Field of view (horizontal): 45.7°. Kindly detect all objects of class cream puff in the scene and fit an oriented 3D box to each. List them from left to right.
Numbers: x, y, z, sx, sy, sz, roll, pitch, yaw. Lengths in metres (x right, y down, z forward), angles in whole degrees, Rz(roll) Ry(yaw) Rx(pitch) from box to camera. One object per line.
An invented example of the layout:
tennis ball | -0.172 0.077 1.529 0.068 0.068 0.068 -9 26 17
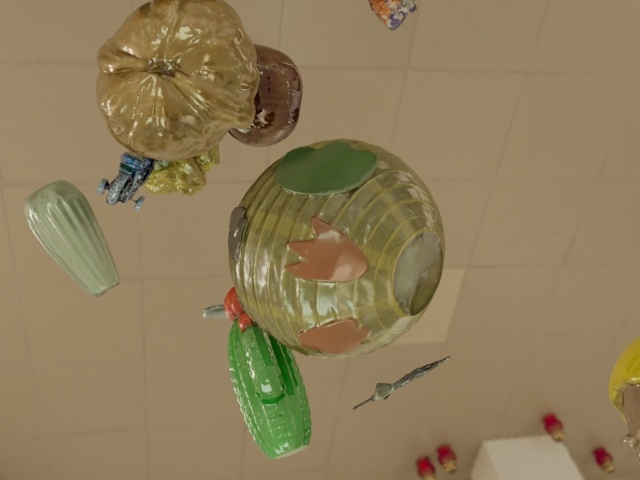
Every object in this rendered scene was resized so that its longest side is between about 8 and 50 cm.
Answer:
cream puff | -0.348 -0.198 1.897 0.221 0.195 0.195 -50 126 -2

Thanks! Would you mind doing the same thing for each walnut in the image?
walnut | -0.239 -0.279 1.308 0.285 0.285 0.296 21 97 -28

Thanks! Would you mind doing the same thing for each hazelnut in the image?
hazelnut | -0.142 -0.329 1.688 0.218 0.233 0.218 -23 168 -5

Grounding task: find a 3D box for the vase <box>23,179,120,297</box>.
vase | -0.505 0.001 1.570 0.128 0.128 0.248 -32 91 12

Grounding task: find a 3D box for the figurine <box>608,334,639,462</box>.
figurine | 0.495 0.271 1.020 0.187 0.343 0.215 -5 125 18

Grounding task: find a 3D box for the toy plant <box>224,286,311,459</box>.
toy plant | -0.073 0.157 0.966 0.088 0.154 0.240 -16 95 -6

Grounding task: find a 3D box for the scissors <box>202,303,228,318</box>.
scissors | -0.096 0.116 1.327 0.193 0.029 0.447 -32 168 15

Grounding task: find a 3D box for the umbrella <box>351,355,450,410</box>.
umbrella | 0.182 0.321 1.730 0.269 0.044 0.044 -33 170 18

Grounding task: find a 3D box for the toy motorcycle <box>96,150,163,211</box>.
toy motorcycle | -0.374 -0.137 1.517 0.092 0.254 0.135 26 96 -8

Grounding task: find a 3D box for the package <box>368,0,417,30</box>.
package | 0.120 -0.388 1.228 0.077 0.033 0.111 -32 149 13

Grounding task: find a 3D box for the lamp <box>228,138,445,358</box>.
lamp | 0.000 0.000 0.863 0.250 0.284 0.250 -22 121 -42
